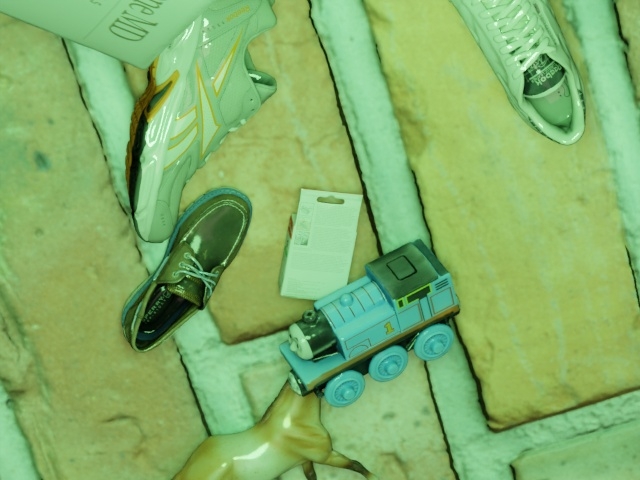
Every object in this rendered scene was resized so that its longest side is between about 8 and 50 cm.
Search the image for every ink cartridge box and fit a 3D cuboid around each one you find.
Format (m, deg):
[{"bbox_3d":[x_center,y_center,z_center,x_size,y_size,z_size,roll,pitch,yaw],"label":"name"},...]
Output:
[{"bbox_3d":[0.000,0.000,1.871,0.062,0.029,0.115,6,115,-10],"label":"ink cartridge box"}]

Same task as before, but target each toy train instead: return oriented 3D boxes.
[{"bbox_3d":[0.047,0.080,1.870,0.184,0.080,0.105,-27,132,-10],"label":"toy train"}]

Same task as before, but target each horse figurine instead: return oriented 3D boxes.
[{"bbox_3d":[-0.059,0.229,1.961,0.263,0.066,0.174,-27,122,5],"label":"horse figurine"}]

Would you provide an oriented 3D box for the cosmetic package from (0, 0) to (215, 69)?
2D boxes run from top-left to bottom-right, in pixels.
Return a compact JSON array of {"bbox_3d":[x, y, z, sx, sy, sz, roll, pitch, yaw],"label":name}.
[{"bbox_3d":[-0.217,-0.373,1.423,0.393,0.329,0.327,21,74,-15],"label":"cosmetic package"}]

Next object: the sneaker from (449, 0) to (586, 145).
[{"bbox_3d":[0.174,-0.192,1.758,0.090,0.095,0.235,-30,115,11],"label":"sneaker"}]

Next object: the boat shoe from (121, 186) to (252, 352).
[{"bbox_3d":[-0.121,0.034,1.852,0.066,0.066,0.183,27,111,-19],"label":"boat shoe"}]

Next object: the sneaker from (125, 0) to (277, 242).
[{"bbox_3d":[-0.103,-0.111,1.768,0.121,0.099,0.262,6,117,-15],"label":"sneaker"}]
